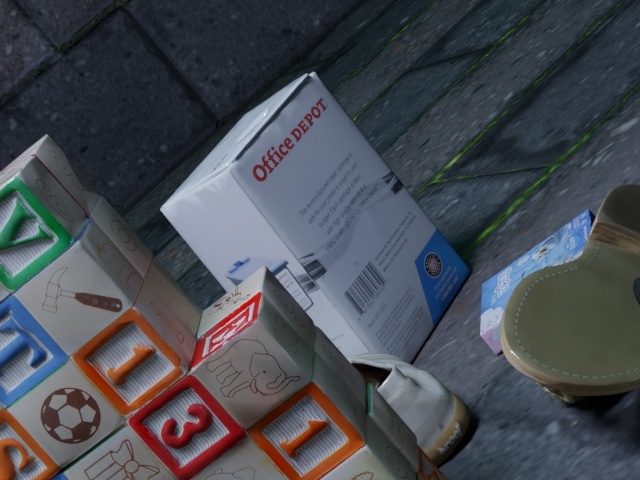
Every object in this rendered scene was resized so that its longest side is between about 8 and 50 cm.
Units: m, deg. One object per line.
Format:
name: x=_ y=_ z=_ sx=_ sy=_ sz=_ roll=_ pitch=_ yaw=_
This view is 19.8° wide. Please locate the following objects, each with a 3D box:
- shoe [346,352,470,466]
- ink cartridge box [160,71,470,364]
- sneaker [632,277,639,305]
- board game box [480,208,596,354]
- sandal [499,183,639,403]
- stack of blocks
shoe: x=0.023 y=0.098 z=1.156 sx=0.076 sy=0.058 sz=0.219 roll=-58 pitch=18 yaw=-13
ink cartridge box: x=0.000 y=0.000 z=1.291 sx=0.082 sy=0.190 sz=0.139 roll=-29 pitch=16 yaw=41
sneaker: x=0.215 y=-0.001 z=0.922 sx=0.170 sy=0.075 sz=0.063 roll=-46 pitch=13 yaw=-28
board game box: x=0.143 y=0.025 z=1.179 sx=0.090 sy=0.020 sz=0.090 roll=-38 pitch=12 yaw=16
sandal: x=0.148 y=0.052 z=0.998 sx=0.240 sy=0.088 sz=0.079 roll=-45 pitch=-20 yaw=-57
stack of blocks: x=-0.081 y=0.092 z=0.942 sx=0.171 sy=0.297 sz=0.087 roll=-38 pitch=11 yaw=12
